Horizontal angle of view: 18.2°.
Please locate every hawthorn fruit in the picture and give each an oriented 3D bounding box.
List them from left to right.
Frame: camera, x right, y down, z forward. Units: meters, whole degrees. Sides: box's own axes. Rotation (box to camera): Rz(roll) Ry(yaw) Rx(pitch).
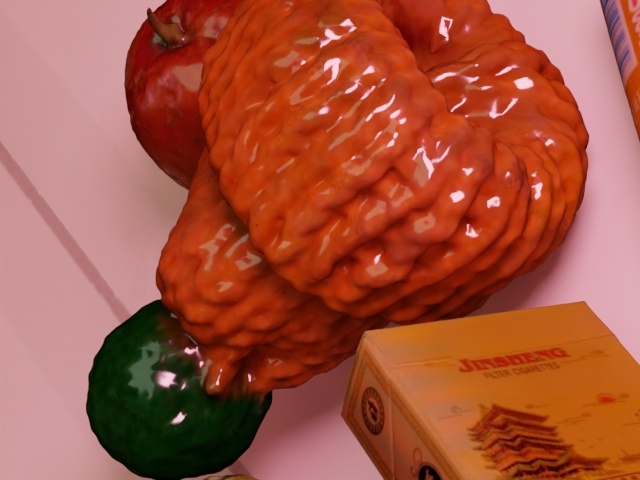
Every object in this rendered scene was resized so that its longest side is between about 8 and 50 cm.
[{"bbox_3d":[-0.076,-0.124,1.549,0.179,0.200,0.179,-16,62,33],"label":"hawthorn fruit"}]

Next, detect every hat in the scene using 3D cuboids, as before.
[{"bbox_3d":[0.000,0.000,1.420,0.400,0.285,0.285,-56,40,33],"label":"hat"}]

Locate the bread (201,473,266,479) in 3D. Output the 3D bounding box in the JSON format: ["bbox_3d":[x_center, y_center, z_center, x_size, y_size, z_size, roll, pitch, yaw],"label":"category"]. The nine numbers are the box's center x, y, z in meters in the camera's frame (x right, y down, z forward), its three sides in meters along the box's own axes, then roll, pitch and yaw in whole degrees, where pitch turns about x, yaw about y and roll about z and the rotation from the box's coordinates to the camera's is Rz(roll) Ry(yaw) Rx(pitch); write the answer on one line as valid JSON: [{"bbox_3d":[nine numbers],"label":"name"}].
[{"bbox_3d":[-0.088,0.277,1.383,0.257,0.124,0.186,-54,12,-20],"label":"bread"}]

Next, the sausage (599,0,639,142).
[{"bbox_3d":[0.250,-0.064,1.277,0.093,0.093,0.312,-32,51,31],"label":"sausage"}]

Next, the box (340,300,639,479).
[{"bbox_3d":[0.152,0.153,1.204,0.274,0.174,0.076,53,138,44],"label":"box"}]
